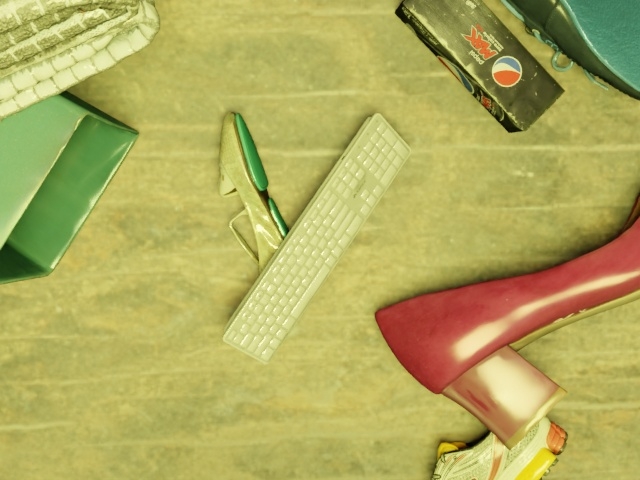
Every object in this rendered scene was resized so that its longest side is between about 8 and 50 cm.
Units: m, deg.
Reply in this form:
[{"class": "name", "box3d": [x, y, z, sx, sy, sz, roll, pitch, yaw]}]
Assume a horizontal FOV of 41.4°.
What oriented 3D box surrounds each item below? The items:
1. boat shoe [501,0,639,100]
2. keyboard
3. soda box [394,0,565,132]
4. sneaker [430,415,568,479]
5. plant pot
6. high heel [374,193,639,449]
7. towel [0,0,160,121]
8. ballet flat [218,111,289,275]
[{"class": "boat shoe", "box3d": [0.235, -0.232, 0.798, 0.109, 0.089, 0.258, -42, 91, -12]}, {"class": "keyboard", "box3d": [0.000, 0.000, 0.805, 0.072, 0.014, 0.256, 38, 84, -41]}, {"class": "soda box", "box3d": [0.151, -0.181, 0.810, 0.060, 0.053, 0.169, -45, 96, 2]}, {"class": "sneaker", "box3d": [0.142, 0.251, 0.846, 0.093, 0.088, 0.225, 40, 92, 14]}, {"class": "plant pot", "box3d": [-0.318, -0.094, 0.739, 0.234, 0.165, 0.165, 32, 92, 2]}, {"class": "high heel", "box3d": [0.233, 0.006, 0.811, 0.181, 0.127, 0.377, 42, 79, 15]}, {"class": "towel", "box3d": [-0.284, -0.205, 0.603, 0.284, 0.121, 0.234, -23, 82, 4]}, {"class": "ballet flat", "box3d": [-0.070, -0.038, 0.810, 0.052, 0.057, 0.168, -22, 96, 8]}]
